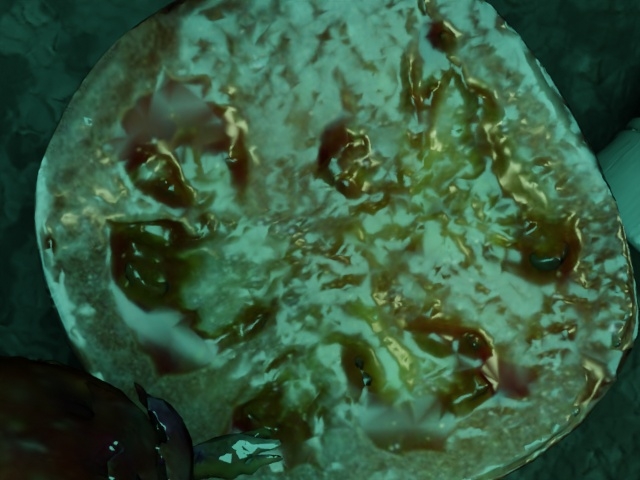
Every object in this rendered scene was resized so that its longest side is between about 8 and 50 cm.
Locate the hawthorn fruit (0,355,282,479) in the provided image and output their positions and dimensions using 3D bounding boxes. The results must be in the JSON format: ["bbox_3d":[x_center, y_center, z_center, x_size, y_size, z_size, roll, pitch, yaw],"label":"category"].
[{"bbox_3d":[-0.158,0.171,0.957,0.307,0.276,0.276,-32,93,-3],"label":"hawthorn fruit"}]

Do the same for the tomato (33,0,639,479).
[{"bbox_3d":[0.006,-0.004,1.077,0.338,0.144,0.338,0,96,4],"label":"tomato"}]

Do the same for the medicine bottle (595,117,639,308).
[{"bbox_3d":[0.269,-0.067,1.116,0.252,0.144,0.144,-42,95,-9],"label":"medicine bottle"}]
